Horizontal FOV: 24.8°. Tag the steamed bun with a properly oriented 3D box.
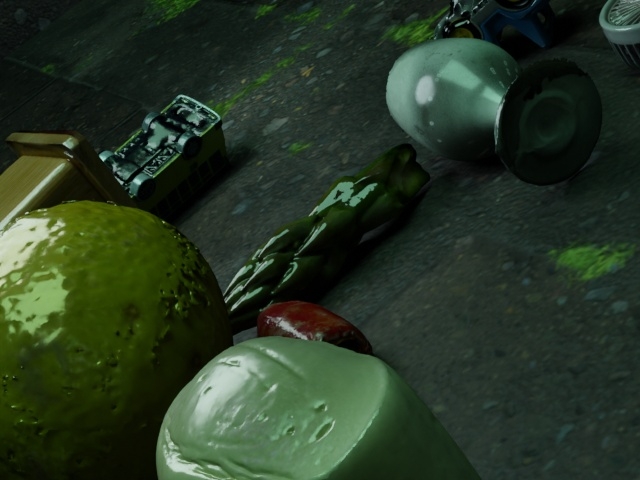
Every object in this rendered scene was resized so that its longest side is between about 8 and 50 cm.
[{"bbox_3d":[-0.008,0.171,0.950,0.155,0.200,0.250,-48,25,-28],"label":"steamed bun"}]

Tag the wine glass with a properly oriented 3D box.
[{"bbox_3d":[0.160,-0.131,1.405,0.126,0.126,0.241,-38,27,-11],"label":"wine glass"}]

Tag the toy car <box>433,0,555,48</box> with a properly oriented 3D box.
[{"bbox_3d":[0.208,-0.252,1.621,0.191,0.100,0.097,-43,17,32],"label":"toy car"}]

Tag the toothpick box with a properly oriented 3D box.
[{"bbox_3d":[-0.364,0.043,1.676,0.308,0.190,0.187,-48,29,-21],"label":"toothpick box"}]

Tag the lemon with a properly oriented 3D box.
[{"bbox_3d":[-0.203,0.107,1.264,0.257,0.258,0.310,-21,43,26],"label":"lemon"}]

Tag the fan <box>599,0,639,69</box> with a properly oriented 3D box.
[{"bbox_3d":[0.386,-0.256,1.420,0.244,0.074,0.130,-36,23,-7],"label":"fan"}]

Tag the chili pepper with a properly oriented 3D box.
[{"bbox_3d":[-0.012,0.090,1.275,0.073,0.070,0.123,-57,31,-10],"label":"chili pepper"}]

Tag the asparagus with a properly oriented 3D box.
[{"bbox_3d":[0.000,0.000,1.421,0.287,0.080,0.080,-40,25,-12],"label":"asparagus"}]

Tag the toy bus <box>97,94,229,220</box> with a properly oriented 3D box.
[{"bbox_3d":[-0.199,-0.090,1.802,0.088,0.101,0.175,31,63,33],"label":"toy bus"}]
